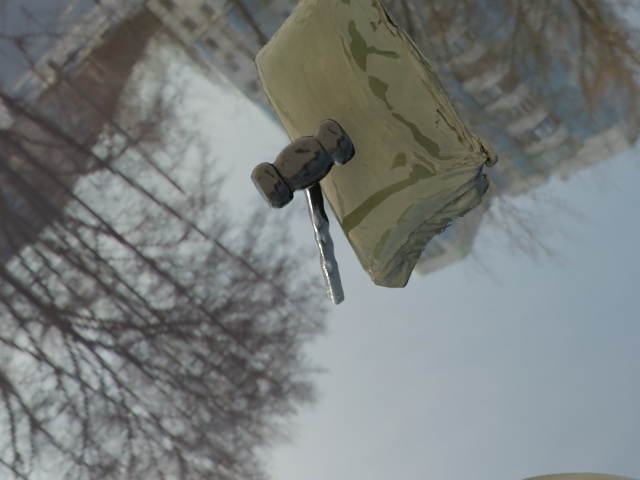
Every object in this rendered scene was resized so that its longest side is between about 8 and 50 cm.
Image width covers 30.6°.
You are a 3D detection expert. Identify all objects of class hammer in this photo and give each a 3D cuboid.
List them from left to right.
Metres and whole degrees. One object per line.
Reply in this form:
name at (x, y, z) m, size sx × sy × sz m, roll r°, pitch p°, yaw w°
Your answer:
hammer at (0.000, 0.000, 0.784) m, size 0.058 × 0.029 × 0.292 m, roll -34°, pitch 162°, yaw -7°

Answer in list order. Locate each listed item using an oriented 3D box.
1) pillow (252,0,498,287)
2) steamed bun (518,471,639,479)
pillow at (0.030, -0.080, 0.774) m, size 0.119 × 0.208 × 0.053 m, roll -43°, pitch 153°, yaw 28°
steamed bun at (0.220, 0.340, 0.979) m, size 0.324 × 0.206 × 0.324 m, roll -11°, pitch -135°, yaw 12°
